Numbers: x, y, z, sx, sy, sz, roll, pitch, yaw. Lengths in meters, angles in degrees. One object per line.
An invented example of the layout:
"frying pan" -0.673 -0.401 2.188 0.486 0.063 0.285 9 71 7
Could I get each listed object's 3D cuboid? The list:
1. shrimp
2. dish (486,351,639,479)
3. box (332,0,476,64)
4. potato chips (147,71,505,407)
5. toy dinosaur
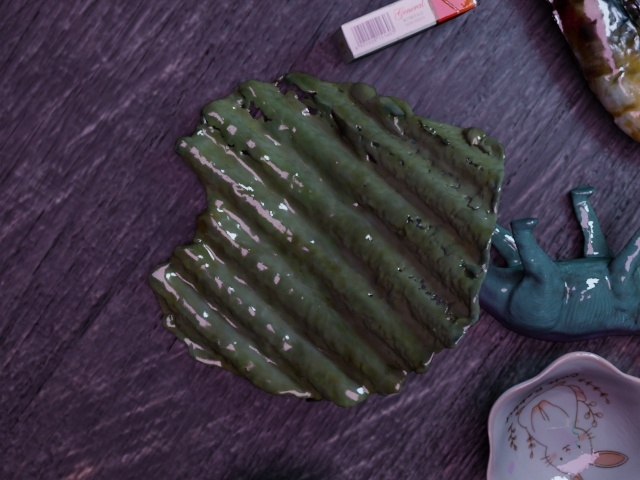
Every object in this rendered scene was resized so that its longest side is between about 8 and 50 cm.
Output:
"shrimp" 0.388 -0.275 1.406 0.233 0.071 0.365 -32 95 -11
"dish" 0.296 0.230 1.415 0.229 0.081 0.230 -1 104 -4
"box" 0.094 -0.252 1.360 0.152 0.100 0.048 -26 98 -2
"potato chips" 0.008 0.001 1.336 0.389 0.097 0.373 16 91 19
"toy dinosaur" 0.297 0.114 1.410 0.383 0.129 0.331 -10 102 -2
